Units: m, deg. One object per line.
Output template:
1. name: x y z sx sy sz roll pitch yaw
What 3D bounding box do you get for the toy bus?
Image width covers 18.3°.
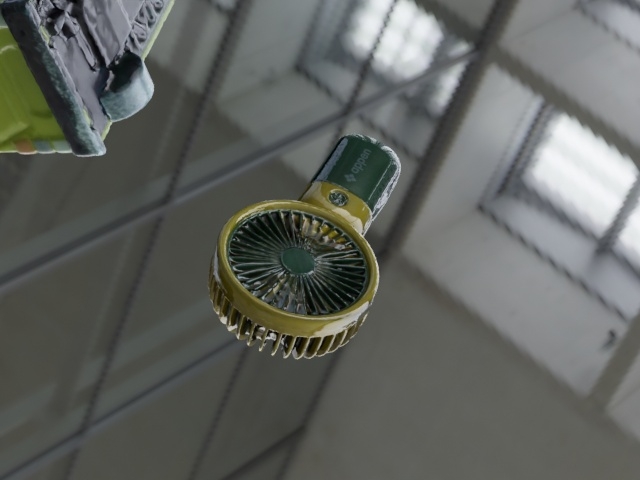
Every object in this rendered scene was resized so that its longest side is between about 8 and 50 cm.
1. toy bus: -0.167 -0.182 1.261 0.150 0.262 0.128 -1 -46 24

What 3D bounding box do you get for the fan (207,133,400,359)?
1. fan: 0.000 0.000 1.000 0.082 0.155 0.039 27 -45 7
